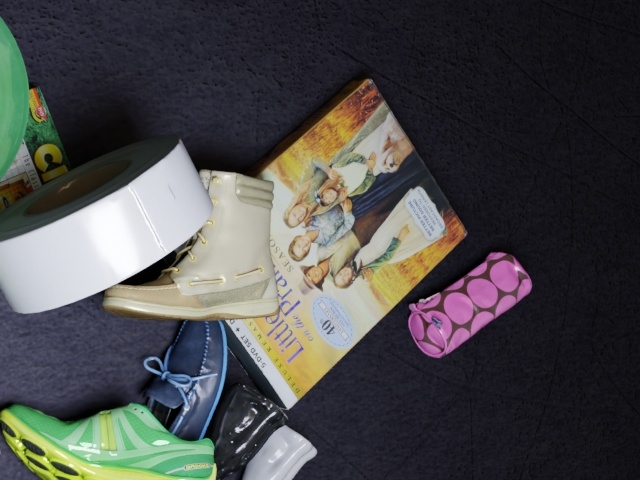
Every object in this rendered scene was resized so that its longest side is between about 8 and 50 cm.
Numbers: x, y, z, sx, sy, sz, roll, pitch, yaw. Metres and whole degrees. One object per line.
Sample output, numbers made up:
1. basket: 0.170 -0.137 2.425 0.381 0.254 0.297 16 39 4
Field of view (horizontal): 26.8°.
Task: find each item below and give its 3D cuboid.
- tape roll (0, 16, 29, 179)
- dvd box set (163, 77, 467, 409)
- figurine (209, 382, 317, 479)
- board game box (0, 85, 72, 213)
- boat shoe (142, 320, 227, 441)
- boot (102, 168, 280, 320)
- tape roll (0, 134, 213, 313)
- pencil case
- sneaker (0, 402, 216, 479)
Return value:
1. tape roll: -0.521 -0.176 1.641 0.321 0.077 0.321 1 88 -26
2. dvd box set: 0.000 0.000 2.002 0.420 0.062 0.307 -42 110 -25
3. figurine: -0.119 0.333 1.889 0.209 0.092 0.215 -54 148 -13
4. board game box: -0.387 -0.060 1.777 0.136 0.030 0.259 -28 106 -31
5. boat shoe: -0.198 0.222 1.853 0.089 0.109 0.258 20 78 -42
6. boot: -0.171 0.006 1.806 0.262 0.095 0.203 0 89 -32
7. tape roll: -0.278 -0.024 1.662 0.286 0.286 0.100 -33 108 -27
8. pencil case: 0.237 0.096 2.143 0.209 0.095 0.098 -32 87 -30
9. sneaker: -0.278 0.273 1.773 0.295 0.109 0.123 18 54 -1
